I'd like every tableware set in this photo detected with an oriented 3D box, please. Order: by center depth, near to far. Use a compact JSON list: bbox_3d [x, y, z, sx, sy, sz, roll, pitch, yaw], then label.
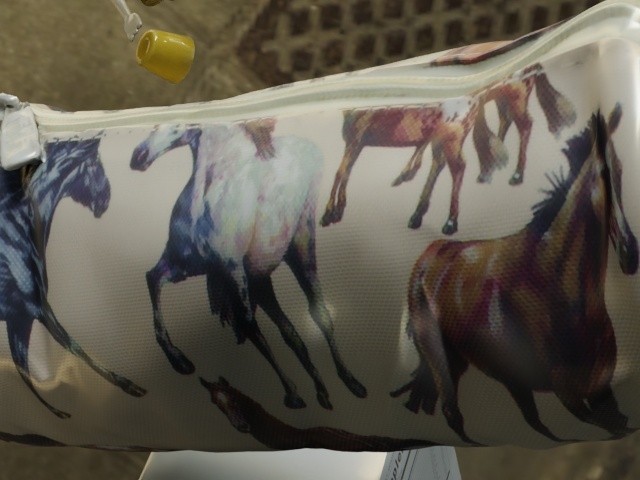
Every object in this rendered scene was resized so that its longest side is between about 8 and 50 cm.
[{"bbox_3d":[-0.038,-0.139,0.663,0.024,0.104,0.154,18,118,-34],"label":"tableware set"}]

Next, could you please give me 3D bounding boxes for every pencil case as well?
[{"bbox_3d":[0.000,0.000,0.632,0.183,0.410,0.160,58,45,-29],"label":"pencil case"}]

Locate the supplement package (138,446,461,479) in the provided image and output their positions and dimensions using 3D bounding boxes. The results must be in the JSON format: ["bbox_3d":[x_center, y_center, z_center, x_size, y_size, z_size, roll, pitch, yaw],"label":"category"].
[{"bbox_3d":[0.005,0.175,0.893,0.139,0.134,0.244,-68,152,-44],"label":"supplement package"}]
